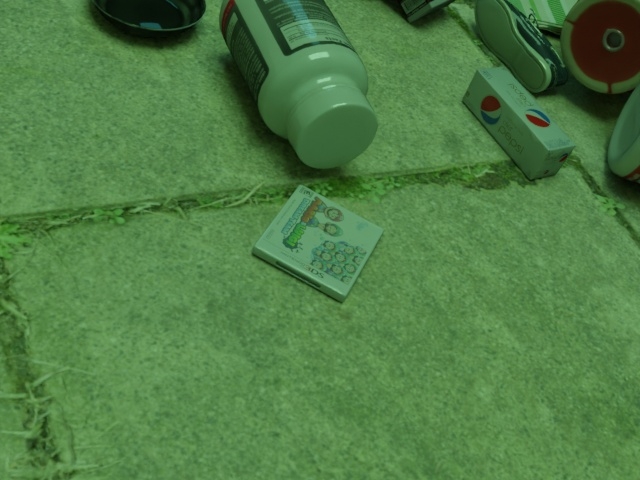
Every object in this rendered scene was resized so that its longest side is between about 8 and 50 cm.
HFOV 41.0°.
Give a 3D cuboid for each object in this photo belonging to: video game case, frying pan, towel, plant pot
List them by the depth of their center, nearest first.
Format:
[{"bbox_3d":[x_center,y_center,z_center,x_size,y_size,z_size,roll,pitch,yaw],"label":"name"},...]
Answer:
[{"bbox_3d":[0.000,0.000,1.205,0.143,0.019,0.157,28,44,5],"label":"video game case"},{"bbox_3d":[-0.320,-0.450,1.476,0.197,0.053,0.326,-9,51,-29],"label":"frying pan"},{"bbox_3d":[0.604,-0.407,1.645,0.275,0.275,0.243,42,44,18],"label":"plant pot"},{"bbox_3d":[0.524,-0.528,1.891,0.325,0.038,0.247,7,51,-15],"label":"towel"}]

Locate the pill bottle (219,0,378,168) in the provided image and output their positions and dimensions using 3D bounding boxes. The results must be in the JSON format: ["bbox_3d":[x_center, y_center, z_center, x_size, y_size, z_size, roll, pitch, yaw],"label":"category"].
[{"bbox_3d":[-0.032,-0.268,1.331,0.176,0.176,0.318,-6,51,-26],"label":"pill bottle"}]

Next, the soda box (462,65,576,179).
[{"bbox_3d":[0.344,-0.209,1.500,0.069,0.074,0.216,-12,55,-31],"label":"soda box"}]

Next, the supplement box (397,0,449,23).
[{"bbox_3d":[0.177,-0.566,1.693,0.130,0.073,0.239,-33,96,-37],"label":"supplement box"}]

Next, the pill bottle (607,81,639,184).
[{"bbox_3d":[0.713,-0.146,1.493,0.363,0.210,0.210,23,44,0],"label":"pill bottle"}]

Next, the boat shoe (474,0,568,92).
[{"bbox_3d":[0.396,-0.397,1.683,0.079,0.095,0.254,-14,57,-30],"label":"boat shoe"}]
